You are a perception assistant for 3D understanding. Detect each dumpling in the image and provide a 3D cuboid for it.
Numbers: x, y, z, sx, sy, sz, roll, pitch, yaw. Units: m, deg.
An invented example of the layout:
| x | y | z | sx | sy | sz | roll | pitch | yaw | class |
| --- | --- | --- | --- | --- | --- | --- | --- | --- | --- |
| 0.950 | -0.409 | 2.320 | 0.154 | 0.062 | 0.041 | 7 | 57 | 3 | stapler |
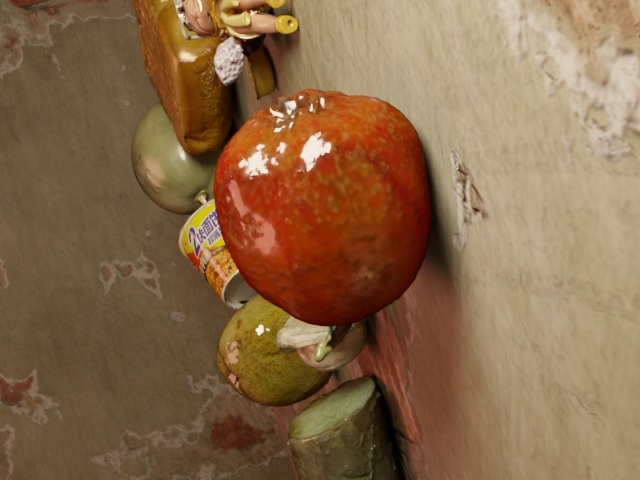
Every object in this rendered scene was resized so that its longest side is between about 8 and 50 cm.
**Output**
| x | y | z | sx | sy | sz | roll | pitch | yaw | class |
| --- | --- | --- | --- | --- | --- | --- | --- | --- | --- |
| 0.001 | 0.132 | 1.124 | 0.199 | 0.136 | 0.118 | 90 | 154 | -86 | dumpling |

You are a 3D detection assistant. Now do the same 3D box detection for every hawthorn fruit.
| x | y | z | sx | sy | sz | roll | pitch | yaw | class |
| --- | --- | --- | --- | --- | --- | --- | --- | --- | --- |
| 0.011 | -0.013 | 0.719 | 0.205 | 0.205 | 0.253 | -129 | 17 | -60 | hawthorn fruit |

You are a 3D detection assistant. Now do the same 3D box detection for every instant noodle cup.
| x | y | z | sx | sy | sz | roll | pitch | yaw | class |
| --- | --- | --- | --- | --- | --- | --- | --- | --- | --- |
| -0.165 | 0.030 | 1.589 | 0.174 | 0.213 | 0.213 | 55 | 161 | 33 | instant noodle cup |

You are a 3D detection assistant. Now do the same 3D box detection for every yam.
| x | y | z | sx | sy | sz | roll | pitch | yaw | class |
| --- | --- | --- | --- | --- | --- | --- | --- | --- | --- |
| 0.047 | 0.363 | 1.188 | 0.168 | 0.168 | 0.304 | -137 | 29 | -67 | yam |

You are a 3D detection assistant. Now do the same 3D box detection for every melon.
| x | y | z | sx | sy | sz | roll | pitch | yaw | class |
| --- | --- | --- | --- | --- | --- | --- | --- | --- | --- |
| -0.321 | -0.198 | 1.812 | 0.308 | 0.271 | 0.272 | -117 | 14 | -55 | melon |

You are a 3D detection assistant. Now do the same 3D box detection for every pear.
| x | y | z | sx | sy | sz | roll | pitch | yaw | class |
| --- | --- | --- | --- | --- | --- | --- | --- | --- | --- |
| -0.088 | 0.210 | 1.439 | 0.188 | 0.211 | 0.229 | -138 | 31 | -64 | pear |

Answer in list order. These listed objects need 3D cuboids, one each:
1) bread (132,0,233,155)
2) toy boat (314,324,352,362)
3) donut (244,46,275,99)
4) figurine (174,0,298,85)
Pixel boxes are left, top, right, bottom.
| x | y | z | sx | sy | sz | roll | pitch | yaw | class |
| --- | --- | --- | --- | --- | --- | --- | --- | --- | --- |
| -0.266 | -0.371 | 1.573 | 0.337 | 0.148 | 0.328 | 92 | 153 | -53 | bread |
| 0.011 | 0.001 | 0.969 | 0.108 | 0.099 | 0.293 | 126 | 133 | -77 | toy boat |
| -0.097 | -0.270 | 1.196 | 0.083 | 0.037 | 0.067 | -114 | 10 | -48 | donut |
| -0.117 | -0.313 | 1.037 | 0.240 | 0.115 | 0.175 | 40 | 149 | 58 | figurine |
